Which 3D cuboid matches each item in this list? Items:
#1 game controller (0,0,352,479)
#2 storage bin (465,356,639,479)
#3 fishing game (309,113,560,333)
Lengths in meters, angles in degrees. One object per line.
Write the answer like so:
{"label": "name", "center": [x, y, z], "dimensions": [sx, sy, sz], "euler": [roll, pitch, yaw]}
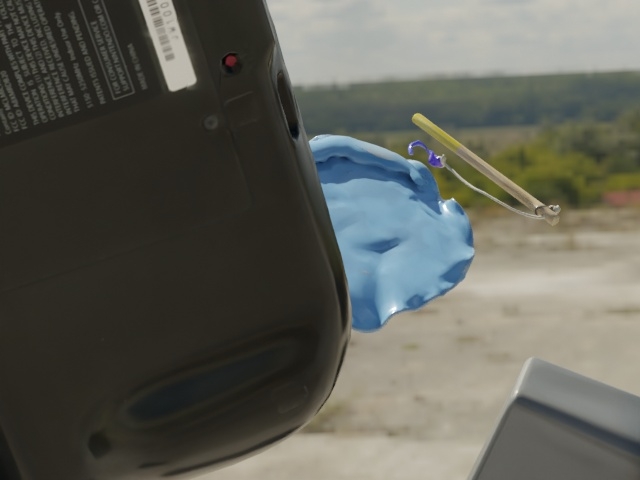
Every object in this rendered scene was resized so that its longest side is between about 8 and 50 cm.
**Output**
{"label": "game controller", "center": [-0.097, -0.052, 0.487], "dimensions": [0.166, 0.319, 0.067], "euler": [-23, 33, -9]}
{"label": "storage bin", "center": [0.124, 0.126, 0.963], "dimensions": [0.091, 0.135, 0.098], "euler": [27, 25, 6]}
{"label": "fishing game", "center": [0.000, 0.000, 1.139], "dimensions": [0.264, 0.041, 0.189], "euler": [-29, 48, -33]}
